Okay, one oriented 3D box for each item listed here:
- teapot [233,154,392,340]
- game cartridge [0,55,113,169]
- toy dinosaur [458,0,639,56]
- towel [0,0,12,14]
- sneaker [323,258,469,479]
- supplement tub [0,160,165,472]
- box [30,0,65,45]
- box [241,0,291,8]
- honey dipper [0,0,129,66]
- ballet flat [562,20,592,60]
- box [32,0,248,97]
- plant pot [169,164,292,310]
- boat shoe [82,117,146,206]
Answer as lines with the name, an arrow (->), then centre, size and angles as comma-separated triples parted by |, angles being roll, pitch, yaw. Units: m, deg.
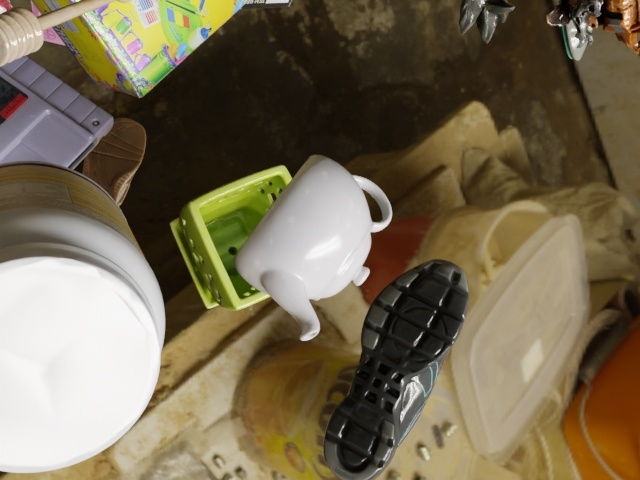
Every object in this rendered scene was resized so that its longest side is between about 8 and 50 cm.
teapot -> 0.000, 0.000, 1.216 | 0.187, 0.252, 0.256 | 36, 93, -3
game cartridge -> -0.552, -0.152, 1.300 | 0.230, 0.068, 0.355 | 37, 61, -6
toy dinosaur -> 0.233, -0.276, 0.653 | 0.164, 0.218, 0.321 | -14, 97, -23
towel -> -0.439, -0.295, 0.761 | 0.237, 0.329, 0.037 | 31, 89, -34
sneaker -> 0.086, 0.143, 0.874 | 0.267, 0.101, 0.106 | -61, 161, 0
supplement tub -> -0.296, 0.061, 0.798 | 0.241, 0.331, 0.241 | -7, 109, -20
box -> -0.534, -0.551, 1.744 | 0.214, 0.243, 0.117 | 12, 63, -9
box -> -0.159, -0.583, 1.662 | 0.180, 0.077, 0.147 | -10, 70, -24
honey dipper -> -0.180, -0.160, 0.545 | 0.030, 0.030, 0.160 | 65, 31, -19
ballet flat -> 0.393, -0.383, 1.163 | 0.072, 0.068, 0.213 | -25, 104, -55
box -> -0.307, -0.437, 1.223 | 0.279, 0.177, 0.290 | -47, 133, -18
plant pot -> -0.158, 0.005, 1.541 | 0.227, 0.207, 0.228 | -25, 93, -30
boat shoe -> -0.510, -0.134, 1.813 | 0.123, 0.123, 0.342 | 20, 61, -17
